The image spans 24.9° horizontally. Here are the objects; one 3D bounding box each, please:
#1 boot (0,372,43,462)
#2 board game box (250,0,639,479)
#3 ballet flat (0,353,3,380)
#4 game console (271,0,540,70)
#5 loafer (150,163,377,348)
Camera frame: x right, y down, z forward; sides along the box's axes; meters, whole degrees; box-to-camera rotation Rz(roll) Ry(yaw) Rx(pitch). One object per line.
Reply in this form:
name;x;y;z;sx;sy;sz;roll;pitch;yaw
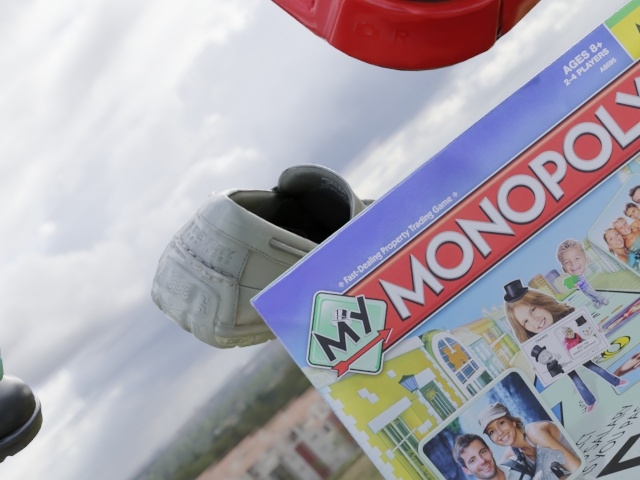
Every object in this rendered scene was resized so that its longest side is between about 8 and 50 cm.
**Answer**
boot;-0.518;0.055;1.613;0.146;0.367;0.445;-101;8;-59
board game box;0.152;0.018;0.760;0.317;0.213;0.046;-39;-5;5
ballet flat;-0.339;0.056;1.114;0.083;0.247;0.087;-16;-67;-57
game console;0.020;-0.293;0.826;0.342;0.386;0.060;-43;-17;-27
loafer;0.000;0.000;1.085;0.319;0.112;0.111;-16;-44;-61
